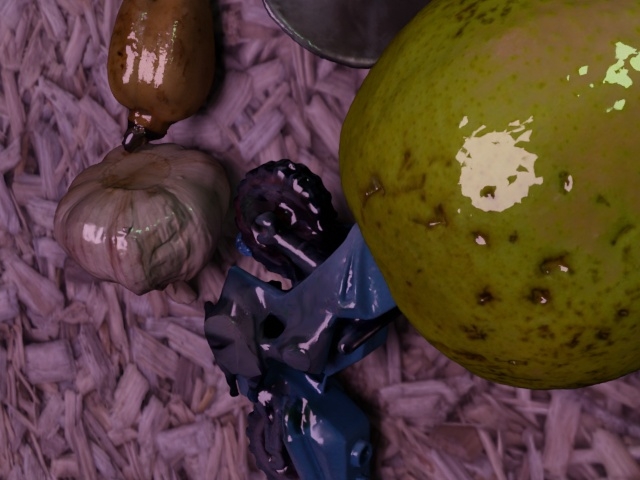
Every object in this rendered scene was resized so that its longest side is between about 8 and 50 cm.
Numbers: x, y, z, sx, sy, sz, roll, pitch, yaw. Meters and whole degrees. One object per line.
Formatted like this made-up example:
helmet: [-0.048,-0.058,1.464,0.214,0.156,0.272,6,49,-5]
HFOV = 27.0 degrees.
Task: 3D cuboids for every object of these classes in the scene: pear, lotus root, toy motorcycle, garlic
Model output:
pear: [0.215,-0.074,1.120,0.391,0.391,0.391,6,100,40]
lotus root: [-0.192,-0.211,1.598,0.125,0.118,0.221,8,92,26]
toy motorcycle: [0.005,0.119,1.438,0.232,0.172,0.416,18,120,33]
garlic: [-0.203,0.003,1.616,0.218,0.218,0.212,21,138,37]

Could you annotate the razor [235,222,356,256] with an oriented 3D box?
razor: [0.000,0.000,1.517,0.253,0.042,0.082,-3,127,42]

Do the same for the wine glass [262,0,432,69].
wine glass: [0.097,-0.332,1.172,0.267,0.267,0.406,66,149,13]
